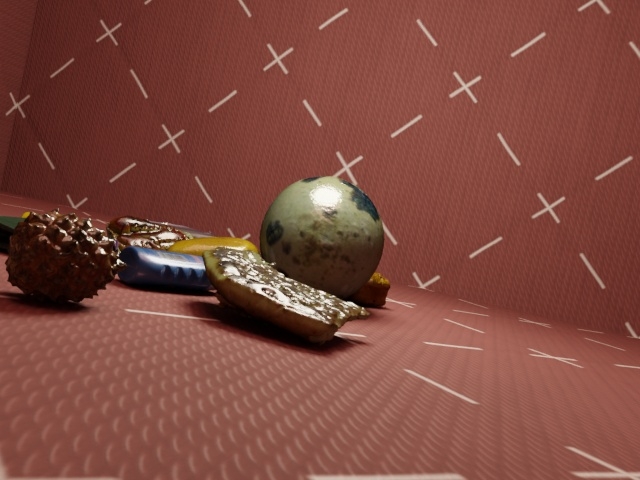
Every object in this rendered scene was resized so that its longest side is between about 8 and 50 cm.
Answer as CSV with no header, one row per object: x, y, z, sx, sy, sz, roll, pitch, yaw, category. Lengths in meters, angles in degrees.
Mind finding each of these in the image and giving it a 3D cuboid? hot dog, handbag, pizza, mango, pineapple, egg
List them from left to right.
-0.672,-0.002,1.679,0.260,0.079,0.247,15,4,17,handbag
-0.417,0.031,1.153,0.193,0.166,0.166,12,1,-39,pineapple
-0.499,0.001,2.035,0.270,0.082,0.163,9,40,-30,hot dog
-0.279,0.055,1.789,0.261,0.130,0.167,5,9,-21,mango
-0.155,0.129,1.411,0.131,0.041,0.178,7,15,-39,pizza
0.000,0.000,1.881,0.345,0.345,0.428,12,17,11,egg

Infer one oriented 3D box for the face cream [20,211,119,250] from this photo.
-0.697,-0.016,1.914,0.273,0.078,0.078,12,2,3,face cream

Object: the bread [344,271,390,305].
0.037,0.120,2.177,0.380,0.109,0.185,11,1,41,bread

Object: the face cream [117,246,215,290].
-0.331,0.070,1.587,0.264,0.083,0.149,10,3,-43,face cream

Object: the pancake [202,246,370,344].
-0.097,0.103,1.401,0.426,0.067,0.304,24,8,34,pancake

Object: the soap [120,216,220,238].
-0.505,-0.001,2.306,0.285,0.107,0.296,11,1,-38,soap
